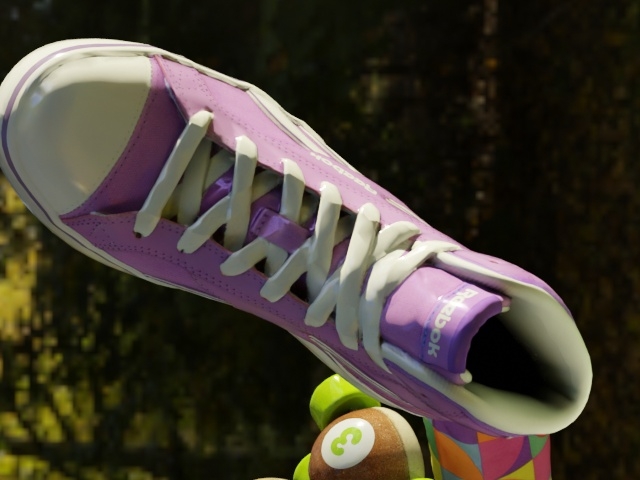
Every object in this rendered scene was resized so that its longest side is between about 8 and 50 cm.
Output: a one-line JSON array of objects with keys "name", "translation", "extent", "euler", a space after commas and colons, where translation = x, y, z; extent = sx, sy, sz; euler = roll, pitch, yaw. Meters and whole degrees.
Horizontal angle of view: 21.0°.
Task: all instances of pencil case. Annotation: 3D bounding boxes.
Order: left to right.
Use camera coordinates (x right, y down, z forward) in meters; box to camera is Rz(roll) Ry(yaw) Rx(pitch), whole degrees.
[{"name": "pencil case", "translation": [0.129, 0.144, 1.322], "extent": [0.104, 0.104, 0.236], "euler": [-91, -8, -50]}]

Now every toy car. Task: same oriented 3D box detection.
[{"name": "toy car", "translation": [-0.023, 0.201, 1.271], "extent": [0.155, 0.188, 0.149], "euler": [53, 140, 46]}]

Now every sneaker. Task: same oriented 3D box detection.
[{"name": "sneaker", "translation": [0.001, -0.001, 0.741], "extent": [0.102, 0.282, 0.161], "euler": [-64, 24, -4]}]
